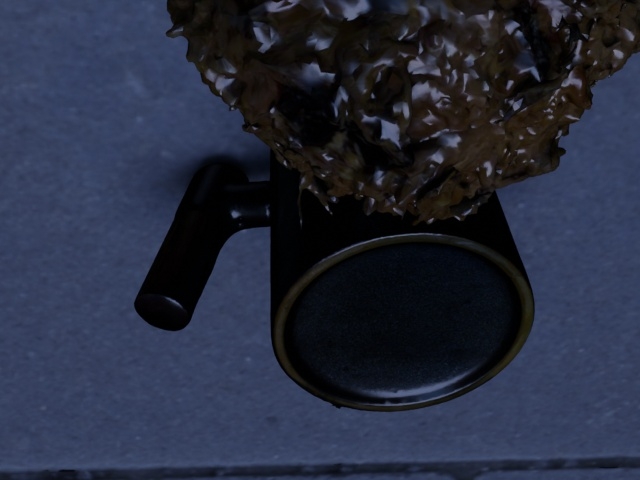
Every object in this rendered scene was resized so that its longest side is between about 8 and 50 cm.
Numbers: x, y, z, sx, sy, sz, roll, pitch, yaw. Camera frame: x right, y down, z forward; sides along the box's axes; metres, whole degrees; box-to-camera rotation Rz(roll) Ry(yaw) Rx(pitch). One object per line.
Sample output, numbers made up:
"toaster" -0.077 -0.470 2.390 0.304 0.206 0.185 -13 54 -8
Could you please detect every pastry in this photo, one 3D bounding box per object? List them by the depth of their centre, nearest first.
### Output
"pastry" 0.050 -0.141 0.933 0.275 0.275 0.193 -11 173 3

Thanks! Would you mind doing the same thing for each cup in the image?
"cup" 0.008 -0.012 1.055 0.239 0.177 0.166 7 134 -14
